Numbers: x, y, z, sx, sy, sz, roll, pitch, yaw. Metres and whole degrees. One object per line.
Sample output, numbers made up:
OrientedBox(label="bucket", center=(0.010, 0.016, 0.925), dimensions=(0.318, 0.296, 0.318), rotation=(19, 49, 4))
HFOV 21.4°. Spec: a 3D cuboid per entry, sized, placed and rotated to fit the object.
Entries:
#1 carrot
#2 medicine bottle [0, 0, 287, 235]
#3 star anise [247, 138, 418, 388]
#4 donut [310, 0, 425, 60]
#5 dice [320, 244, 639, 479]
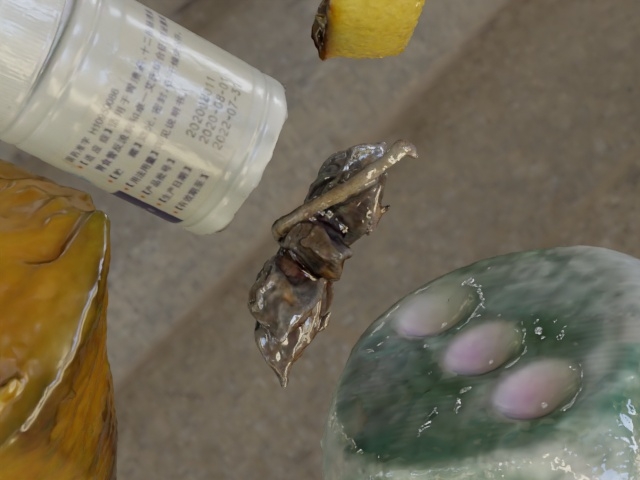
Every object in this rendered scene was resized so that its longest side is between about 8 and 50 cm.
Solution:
OrientedBox(label="carrot", center=(-0.243, 0.098, 1.052), dimensions=(0.242, 0.340, 0.241), rotation=(2, 54, -3))
OrientedBox(label="medicine bottle", center=(-0.220, -0.155, 1.742), dimensions=(0.190, 0.332, 0.190), rotation=(-46, 28, 34))
OrientedBox(label="star anise", center=(0.001, 0.000, 1.452), dimensions=(0.230, 0.081, 0.262), rotation=(-56, -6, -46))
OrientedBox(label="donut", center=(0.058, -0.278, 1.456), dimensions=(0.152, 0.101, 0.259), rotation=(-119, 45, -87))
OrientedBox(label="dice", center=(0.210, 0.225, 1.632), dimensions=(0.348, 0.330, 0.328), rotation=(-12, 31, 30))
